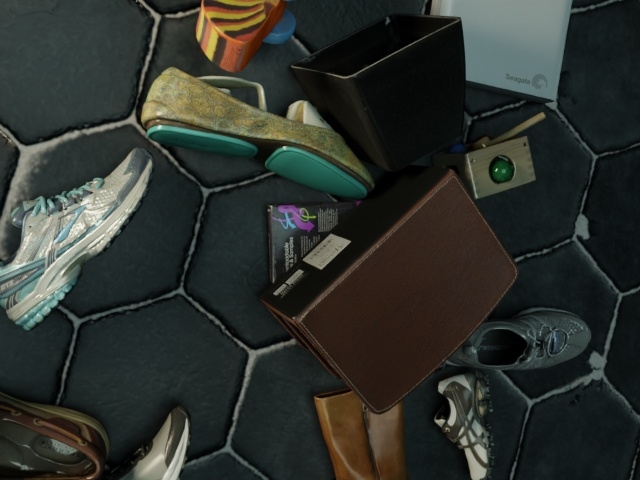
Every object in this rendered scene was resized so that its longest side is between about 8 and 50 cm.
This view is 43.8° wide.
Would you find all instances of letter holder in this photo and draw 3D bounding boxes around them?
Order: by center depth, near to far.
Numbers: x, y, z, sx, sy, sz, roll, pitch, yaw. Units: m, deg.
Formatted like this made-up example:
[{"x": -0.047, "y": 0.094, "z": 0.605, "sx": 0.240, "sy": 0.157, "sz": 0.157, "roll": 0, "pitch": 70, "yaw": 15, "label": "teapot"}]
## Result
[{"x": 0.106, "y": 0.069, "z": 1.150, "sx": 0.302, "sy": 0.152, "sz": 0.214, "roll": -43, "pitch": 111, "yaw": -11, "label": "letter holder"}]

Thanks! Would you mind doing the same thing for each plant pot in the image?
[{"x": 0.101, "y": -0.207, "z": 1.140, "sx": 0.187, "sy": 0.188, "sz": 0.167, "roll": -31, "pitch": 116, "yaw": -15, "label": "plant pot"}]

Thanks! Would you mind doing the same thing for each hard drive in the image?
[{"x": 0.294, "y": -0.413, "z": 1.254, "sx": 0.233, "sy": 0.047, "sz": 0.353, "roll": 8, "pitch": 93, "yaw": -20, "label": "hard drive"}]

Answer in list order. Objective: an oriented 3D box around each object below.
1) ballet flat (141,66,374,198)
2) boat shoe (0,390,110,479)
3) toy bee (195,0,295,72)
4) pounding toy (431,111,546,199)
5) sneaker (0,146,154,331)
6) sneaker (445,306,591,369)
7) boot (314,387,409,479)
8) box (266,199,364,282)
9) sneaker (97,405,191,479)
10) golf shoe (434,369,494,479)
[{"x": -0.072, "y": -0.156, "z": 1.117, "sx": 0.348, "sy": 0.123, "sz": 0.123, "roll": 15, "pitch": 90, "yaw": -21, "label": "ballet flat"}, {"x": -0.438, "y": 0.250, "z": 1.004, "sx": 0.342, "sy": 0.123, "sz": 0.123, "roll": 18, "pitch": 89, "yaw": -14, "label": "boat shoe"}, {"x": -0.093, "y": -0.341, "z": 1.080, "sx": 0.162, "sy": 0.298, "sz": 0.195, "roll": 34, "pitch": 120, "yaw": 7, "label": "toy bee"}, {"x": 0.261, "y": -0.128, "z": 1.219, "sx": 0.130, "sy": 0.141, "sz": 0.100, "roll": -18, "pitch": 101, "yaw": -18, "label": "pounding toy"}, {"x": -0.330, "y": -0.023, "z": 1.034, "sx": 0.122, "sy": 0.110, "sz": 0.283, "roll": 41, "pitch": 81, "yaw": -15, "label": "sneaker"}, {"x": 0.325, "y": 0.173, "z": 1.284, "sx": 0.281, "sy": 0.115, "sz": 0.105, "roll": -5, "pitch": 97, "yaw": -19, "label": "sneaker"}, {"x": 0.030, "y": 0.372, "z": 1.208, "sx": 0.264, "sy": 0.096, "sz": 0.280, "roll": -11, "pitch": 98, "yaw": -18, "label": "boot"}, {"x": 0.000, "y": 0.000, "z": 1.196, "sx": 0.162, "sy": 0.029, "sz": 0.116, "roll": -3, "pitch": 97, "yaw": -21, "label": "box"}, {"x": -0.269, "y": 0.344, "z": 1.097, "sx": 0.108, "sy": 0.100, "sz": 0.271, "roll": 36, "pitch": 81, "yaw": -9, "label": "sneaker"}, {"x": 0.233, "y": 0.306, "z": 1.297, "sx": 0.094, "sy": 0.077, "sz": 0.198, "roll": -5, "pitch": 102, "yaw": 5, "label": "golf shoe"}]
